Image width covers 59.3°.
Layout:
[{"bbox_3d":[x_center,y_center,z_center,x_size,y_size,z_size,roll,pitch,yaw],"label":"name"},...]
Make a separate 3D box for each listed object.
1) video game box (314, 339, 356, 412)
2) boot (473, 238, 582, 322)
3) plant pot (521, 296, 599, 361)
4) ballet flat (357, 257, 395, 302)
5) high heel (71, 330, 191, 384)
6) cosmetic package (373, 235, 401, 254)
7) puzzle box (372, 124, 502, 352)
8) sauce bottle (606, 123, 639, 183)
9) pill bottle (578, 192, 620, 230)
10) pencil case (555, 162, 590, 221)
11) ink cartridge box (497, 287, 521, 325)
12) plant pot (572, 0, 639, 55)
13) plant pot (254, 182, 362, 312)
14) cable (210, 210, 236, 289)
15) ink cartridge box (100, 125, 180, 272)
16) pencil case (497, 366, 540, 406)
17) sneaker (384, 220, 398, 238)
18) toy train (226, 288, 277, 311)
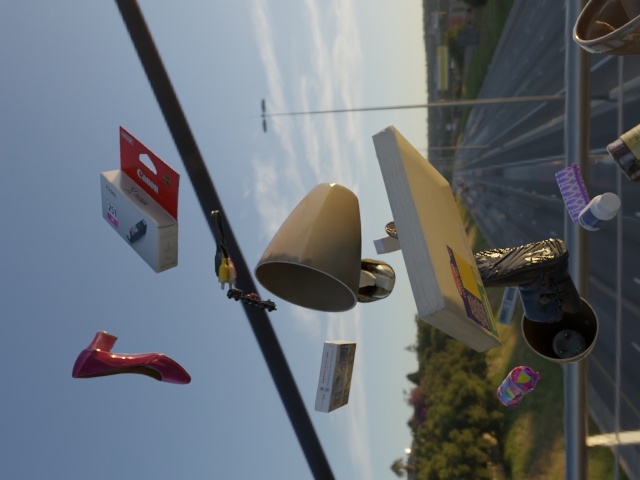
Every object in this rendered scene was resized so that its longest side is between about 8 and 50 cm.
[{"bbox_3d":[0.046,0.379,1.589,0.205,0.048,0.186,25,-105,-70],"label":"video game box"},{"bbox_3d":[0.461,0.113,1.294,0.094,0.247,0.207,-81,-30,-51],"label":"boot"},{"bbox_3d":[0.846,0.329,1.945,0.254,0.237,0.237,39,-130,-51],"label":"plant pot"},{"bbox_3d":[0.138,0.134,1.935,0.483,0.182,0.163,11,-95,-40],"label":"ballet flat"},{"bbox_3d":[-0.415,0.296,1.246,0.082,0.244,0.117,-48,17,46],"label":"high heel"},{"bbox_3d":[0.313,-0.010,1.959,0.099,0.239,0.060,153,100,-77],"label":"cosmetic package"},{"bbox_3d":[0.226,-0.003,1.102,0.272,0.052,0.408,33,-141,-46],"label":"puzzle box"},{"bbox_3d":[0.775,-0.251,1.147,0.111,0.344,0.111,38,-148,-29],"label":"sauce bottle"},{"bbox_3d":[0.710,-0.075,1.426,0.120,0.067,0.067,81,-168,-70],"label":"pill bottle"},{"bbox_3d":[0.913,-0.164,2.005,0.088,0.087,0.206,121,130,-75],"label":"pencil case"},{"bbox_3d":[0.619,0.168,1.794,0.179,0.045,0.145,-35,-44,-55],"label":"ink cartridge box"},{"bbox_3d":[0.571,-0.400,0.966,0.110,0.237,0.237,37,-143,-17],"label":"plant pot"},{"bbox_3d":[0.000,0.000,1.399,0.256,0.257,0.273,69,-146,-57],"label":"plant pot"},{"bbox_3d":[-0.343,0.033,2.040,0.139,0.072,0.287,-27,-62,-75],"label":"cable"},{"bbox_3d":[-0.415,-0.096,1.276,0.060,0.275,0.238,-21,-45,-38],"label":"ink cartridge box"},{"bbox_3d":[0.749,0.558,2.138,0.236,0.105,0.104,90,-174,-60],"label":"pencil case"},{"bbox_3d":[0.272,0.002,1.617,0.064,0.192,0.086,-46,-52,-26],"label":"sneaker"},{"bbox_3d":[-0.205,0.178,1.694,0.027,0.158,0.036,121,167,-63],"label":"toy train"}]
